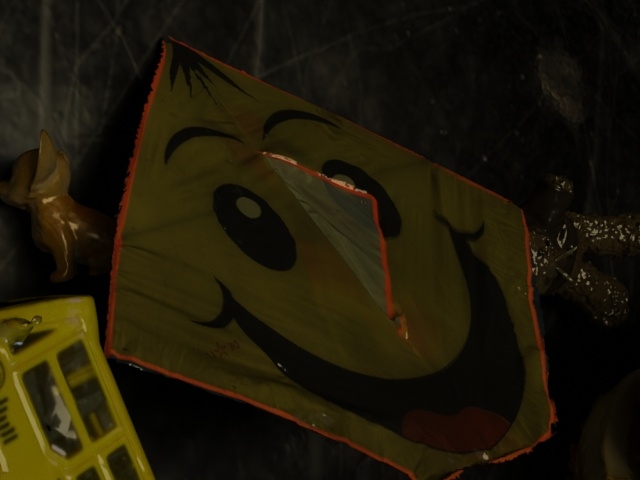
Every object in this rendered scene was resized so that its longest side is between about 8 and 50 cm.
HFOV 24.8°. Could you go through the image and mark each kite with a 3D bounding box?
[{"bbox_3d":[0.001,-0.002,0.825,0.377,0.013,0.327,-14,61,-48],"label":"kite"}]

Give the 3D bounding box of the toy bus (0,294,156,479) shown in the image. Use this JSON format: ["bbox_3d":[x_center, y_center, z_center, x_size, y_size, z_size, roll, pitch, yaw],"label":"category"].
[{"bbox_3d":[-0.143,0.130,0.610,0.152,0.144,0.330,-29,102,-44],"label":"toy bus"}]

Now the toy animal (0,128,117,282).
[{"bbox_3d":[-0.133,-0.020,0.796,0.081,0.060,0.083,-13,92,0],"label":"toy animal"}]

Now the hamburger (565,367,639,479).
[{"bbox_3d":[0.308,0.173,0.989,0.291,0.225,0.291,23,41,-22],"label":"hamburger"}]

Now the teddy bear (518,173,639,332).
[{"bbox_3d":[0.157,0.009,1.016,0.160,0.078,0.119,3,115,-44],"label":"teddy bear"}]
